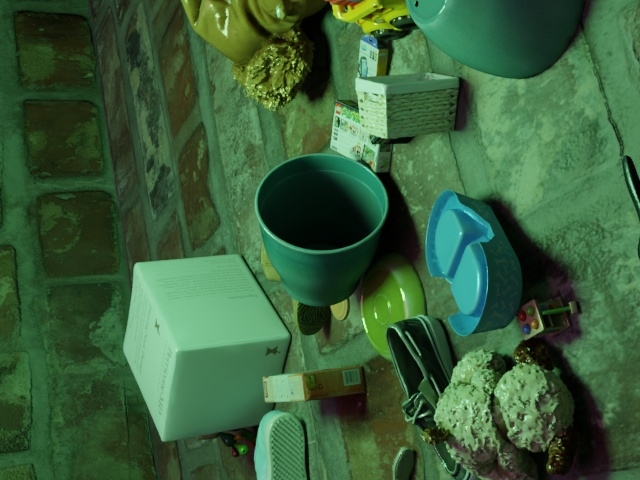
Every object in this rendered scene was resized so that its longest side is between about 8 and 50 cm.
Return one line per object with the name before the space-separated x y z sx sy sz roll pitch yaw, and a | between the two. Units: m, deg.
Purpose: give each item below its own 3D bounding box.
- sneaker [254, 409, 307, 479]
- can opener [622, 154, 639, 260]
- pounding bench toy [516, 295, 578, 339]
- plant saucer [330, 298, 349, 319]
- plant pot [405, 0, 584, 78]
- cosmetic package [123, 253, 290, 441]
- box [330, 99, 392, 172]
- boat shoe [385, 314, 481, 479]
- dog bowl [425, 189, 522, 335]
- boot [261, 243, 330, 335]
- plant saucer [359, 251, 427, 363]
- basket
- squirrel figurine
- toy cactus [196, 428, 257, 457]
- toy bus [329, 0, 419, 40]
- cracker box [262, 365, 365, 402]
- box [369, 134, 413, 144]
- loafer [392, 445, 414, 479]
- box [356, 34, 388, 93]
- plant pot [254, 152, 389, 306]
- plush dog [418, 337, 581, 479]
sneaker | -0.109 0.623 2.395 0.150 0.135 0.366 -179 94 -71
can opener | 0.459 -0.038 1.261 0.073 0.059 0.186 82 -176 -69
pounding bench toy | 0.361 0.119 1.456 0.083 0.065 0.052 -47 52 55
plant saucer | 0.042 0.145 2.143 0.083 0.013 0.083 17 109 61
plant pot | 0.252 -0.408 1.463 0.290 0.195 0.290 12 104 62
cosmetic package | -0.326 0.284 2.543 0.393 0.327 0.329 52 137 46
box | 0.088 -0.228 1.981 0.207 0.036 0.114 38 126 56
boat shoe | 0.203 0.304 1.727 0.121 0.119 0.335 -54 49 51
dog bowl | 0.261 0.036 1.568 0.297 0.074 0.166 -106 25 -51
boot | -0.068 0.101 2.286 0.269 0.089 0.236 9 91 63
plant saucer | 0.142 0.145 1.922 0.241 0.037 0.241 16 108 62
basket | 0.160 -0.252 1.699 0.113 0.167 0.103 29 124 59
squirrel figurine | -0.099 -0.511 2.140 0.370 0.281 0.397 5 112 52
toy cactus | -0.271 0.540 2.646 0.112 0.180 0.219 88 167 -53
toy bus | 0.092 -0.473 1.755 0.220 0.211 0.149 -7 89 65
cracker box | -0.019 0.335 2.131 0.232 0.156 0.067 -22 73 61
box | 0.144 -0.227 1.818 0.062 0.083 0.052 -44 56 56
loafer | 0.166 0.482 1.912 0.039 0.045 0.125 -137 47 -62
box | 0.109 -0.362 1.923 0.081 0.028 0.136 46 137 52
plant pot | 0.000 0.000 1.949 0.255 0.272 0.271 92 158 -50
plush dog | 0.304 0.280 1.487 0.225 0.211 0.262 -30 64 35
